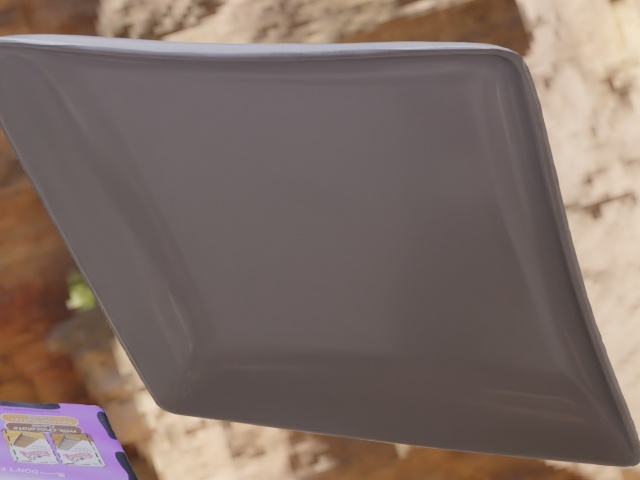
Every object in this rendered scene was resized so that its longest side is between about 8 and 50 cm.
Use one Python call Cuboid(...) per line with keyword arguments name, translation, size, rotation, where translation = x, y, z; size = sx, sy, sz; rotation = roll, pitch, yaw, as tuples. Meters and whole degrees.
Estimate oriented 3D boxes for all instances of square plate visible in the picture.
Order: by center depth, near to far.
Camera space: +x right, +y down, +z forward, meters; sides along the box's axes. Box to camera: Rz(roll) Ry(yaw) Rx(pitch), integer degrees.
Cuboid(name="square plate", translation=(0.000, 0.000, 1.163), size=(0.347, 0.344, 0.049), rotation=(4, 48, 26))

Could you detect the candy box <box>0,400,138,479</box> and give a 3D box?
Cuboid(name="candy box", translation=(-0.155, 0.146, 0.865), size=(0.165, 0.070, 0.196), rotation=(5, 23, -24))
